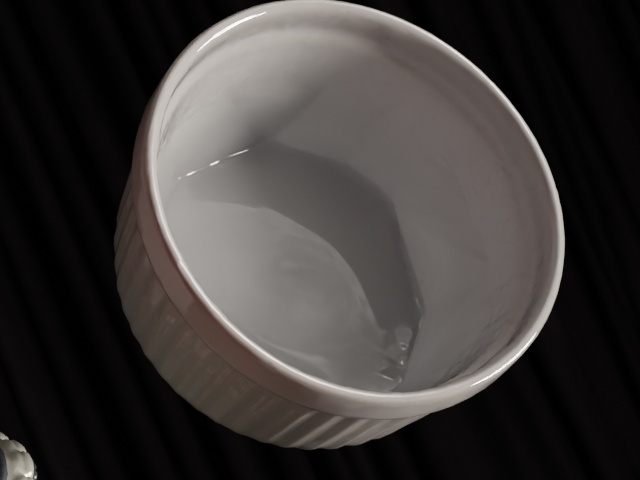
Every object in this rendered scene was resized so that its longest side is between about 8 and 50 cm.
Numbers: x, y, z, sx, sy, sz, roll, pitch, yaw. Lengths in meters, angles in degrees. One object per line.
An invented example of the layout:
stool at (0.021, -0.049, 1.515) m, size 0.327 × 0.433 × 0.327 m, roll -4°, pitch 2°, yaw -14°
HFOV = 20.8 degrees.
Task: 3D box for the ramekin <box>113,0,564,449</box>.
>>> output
ramekin at (0.000, 0.000, 0.827) m, size 0.207 × 0.207 × 0.109 m, roll -16°, pitch 162°, yaw -30°

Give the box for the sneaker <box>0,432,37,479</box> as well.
sneaker at (-0.185, 0.136, 0.763) m, size 0.110 × 0.107 × 0.275 m, roll 24°, pitch -179°, yaw -19°
